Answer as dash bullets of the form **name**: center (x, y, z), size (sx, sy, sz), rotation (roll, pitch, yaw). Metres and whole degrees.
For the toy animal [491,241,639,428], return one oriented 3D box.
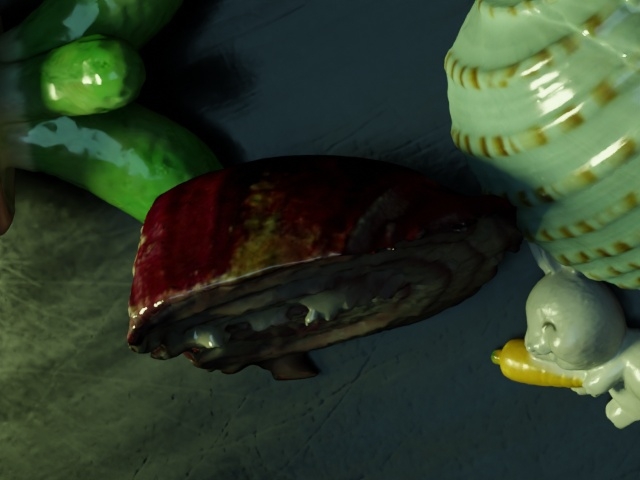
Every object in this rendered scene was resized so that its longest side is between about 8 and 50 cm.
- **toy animal**: center (0.200, 0.053, 1.309), size (0.181, 0.131, 0.127), rotation (43, 70, -1)

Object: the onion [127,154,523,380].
- **onion**: center (0.000, 0.000, 1.249), size (0.280, 0.314, 0.146), rotation (-19, 73, 4)

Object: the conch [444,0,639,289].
- **conch**: center (0.253, -0.120, 1.191), size (0.319, 0.215, 0.303), rotation (40, 83, 4)

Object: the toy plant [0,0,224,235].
- **toy plant**: center (-0.249, -0.135, 1.327), size (0.356, 0.210, 0.317), rotation (-6, 91, 0)
